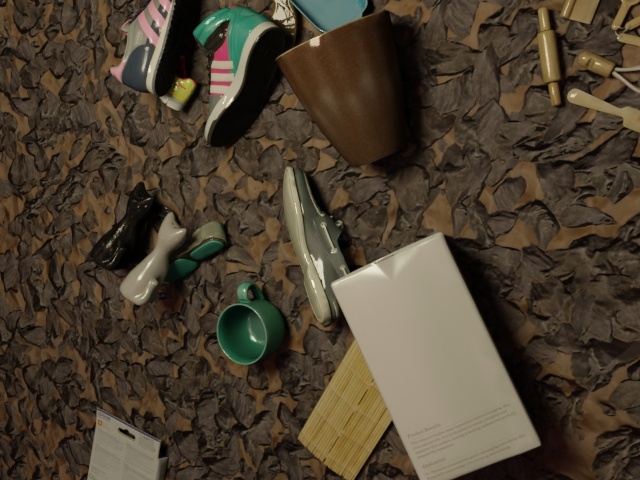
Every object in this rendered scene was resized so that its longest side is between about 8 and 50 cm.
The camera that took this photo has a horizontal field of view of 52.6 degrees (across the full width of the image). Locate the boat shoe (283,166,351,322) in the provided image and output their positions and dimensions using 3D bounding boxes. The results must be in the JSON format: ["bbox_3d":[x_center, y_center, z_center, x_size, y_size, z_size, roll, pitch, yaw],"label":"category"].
[{"bbox_3d":[0.000,0.000,1.293,0.099,0.116,0.319,-13,81,-13],"label":"boat shoe"}]

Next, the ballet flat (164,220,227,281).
[{"bbox_3d":[-0.293,0.023,1.466,0.213,0.072,0.068,-31,54,28],"label":"ballet flat"}]

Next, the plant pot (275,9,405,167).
[{"bbox_3d":[0.064,-0.258,1.162,0.215,0.215,0.230,-17,103,30],"label":"plant pot"}]

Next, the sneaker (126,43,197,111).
[{"bbox_3d":[-0.343,-0.388,1.432,0.094,0.081,0.208,-41,82,18],"label":"sneaker"}]

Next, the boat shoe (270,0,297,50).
[{"bbox_3d":[-0.071,-0.456,1.290,0.056,0.048,0.153,-5,101,17],"label":"boat shoe"}]

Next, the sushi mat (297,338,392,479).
[{"bbox_3d":[0.075,0.338,1.320,0.151,0.019,0.316,35,112,19],"label":"sushi mat"}]

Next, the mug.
[{"bbox_3d":[-0.135,0.177,1.370,0.129,0.097,0.157,36,111,21],"label":"mug"}]

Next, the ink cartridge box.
[{"bbox_3d":[-0.489,0.557,1.645,0.223,0.045,0.223,18,104,25],"label":"ink cartridge box"}]

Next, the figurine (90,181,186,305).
[{"bbox_3d":[-0.393,0.005,1.437,0.215,0.092,0.209,39,105,31],"label":"figurine"}]

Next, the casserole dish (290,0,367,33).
[{"bbox_3d":[0.006,-0.460,1.224,0.114,0.037,0.188,-40,75,-4],"label":"casserole dish"}]

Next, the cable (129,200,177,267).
[{"bbox_3d":[-0.398,-0.004,1.528,0.151,0.047,0.184,23,105,19],"label":"cable"}]

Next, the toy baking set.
[{"bbox_3d":[0.448,-0.291,1.026,0.197,0.030,0.256,-3,95,29],"label":"toy baking set"}]

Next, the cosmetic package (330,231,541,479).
[{"bbox_3d":[0.198,0.199,1.129,0.217,0.156,0.384,-24,82,11],"label":"cosmetic package"}]

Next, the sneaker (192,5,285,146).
[{"bbox_3d":[-0.198,-0.353,1.326,0.178,0.124,0.295,50,126,24],"label":"sneaker"}]

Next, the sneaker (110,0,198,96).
[{"bbox_3d":[-0.346,-0.466,1.350,0.131,0.112,0.318,15,83,11],"label":"sneaker"}]
